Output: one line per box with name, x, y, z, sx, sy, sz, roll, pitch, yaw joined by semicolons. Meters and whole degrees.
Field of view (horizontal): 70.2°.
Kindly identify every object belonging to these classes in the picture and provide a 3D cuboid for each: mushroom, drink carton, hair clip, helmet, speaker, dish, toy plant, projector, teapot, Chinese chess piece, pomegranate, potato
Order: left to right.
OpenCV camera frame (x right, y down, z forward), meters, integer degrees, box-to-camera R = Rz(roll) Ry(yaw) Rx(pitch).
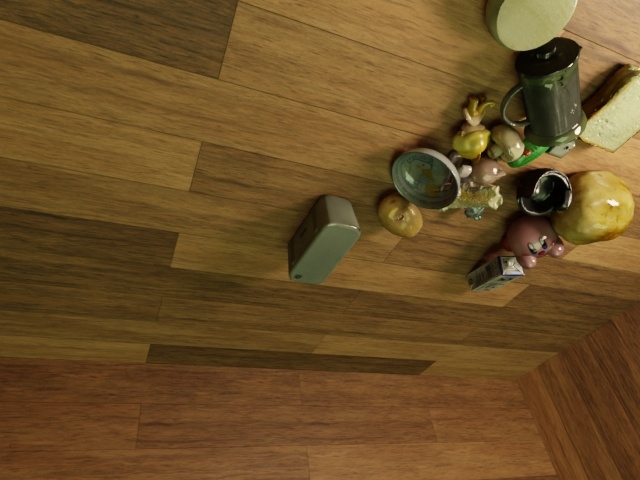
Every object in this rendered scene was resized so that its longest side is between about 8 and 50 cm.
speaker;0.000;0.000;1.956;0.183;0.184;0.406;13;136;-25
potato;0.333;-0.103;1.940;0.234;0.146;0.150;40;76;-29
dish;0.425;-0.265;1.763;0.273;0.134;0.273;27;148;19
hair clip;0.639;-0.233;1.903;0.095;0.110;0.359;-43;142;-23
drink carton;0.899;0.176;2.358;0.130;0.107;0.315;3;158;-12
mushroom;0.678;-0.355;1.690;0.122;0.154;0.154;-34;136;10
Chinese chess piece;0.609;-0.683;1.321;0.250;0.101;0.250;-6;141;-5
toy plant;0.818;-0.366;1.732;0.240;0.088;0.154;-42;176;22
teapot;0.736;-0.487;1.517;0.270;0.200;0.337;-21;138;17
helmet;0.923;-0.203;1.896;0.189;0.193;0.216;18;127;-7
projector;0.919;-0.378;1.770;0.082;0.083;0.083;11;137;-24
pomegranate;1.153;-0.140;1.958;0.332;0.333;0.333;-6;141;-5

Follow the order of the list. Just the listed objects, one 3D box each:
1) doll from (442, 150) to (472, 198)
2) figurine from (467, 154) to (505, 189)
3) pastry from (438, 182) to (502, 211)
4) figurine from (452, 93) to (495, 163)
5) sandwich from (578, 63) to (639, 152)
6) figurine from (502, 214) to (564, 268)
doll;0.527;-0.248;1.785;0.059;0.161;0.160;1;137;-16
figurine;0.633;-0.269;1.758;0.138;0.125;0.125;-21;140;18
pastry;0.607;-0.184;1.858;0.258;0.089;0.121;-2;127;28
figurine;0.555;-0.400;1.650;0.156;0.131;0.246;-18;131;-13
sandwich;1.102;-0.479;1.677;0.271;0.099;0.301;16;138;-21
figurine;0.980;-0.026;2.131;0.269;0.261;0.211;-27;110;22
